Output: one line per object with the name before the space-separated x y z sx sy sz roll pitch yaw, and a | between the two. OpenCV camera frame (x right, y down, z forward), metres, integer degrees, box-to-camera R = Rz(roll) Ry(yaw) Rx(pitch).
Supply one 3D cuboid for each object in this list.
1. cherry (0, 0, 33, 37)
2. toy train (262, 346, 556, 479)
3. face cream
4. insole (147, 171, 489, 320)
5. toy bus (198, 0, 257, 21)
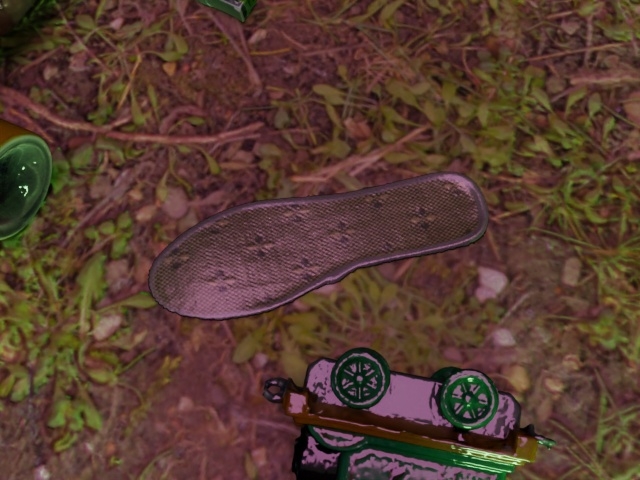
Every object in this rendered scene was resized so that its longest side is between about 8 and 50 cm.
cherry | -0.371 -0.276 0.600 0.285 0.212 0.236 35 51 25
toy train | 0.063 0.157 0.507 0.228 0.091 0.136 8 80 3
face cream | -0.423 -0.110 0.596 0.349 0.105 0.105 22 71 8
insole | 0.000 0.000 0.608 0.322 0.007 0.109 -13 71 -4
toy bus | -0.109 -0.265 0.692 0.083 0.031 0.037 27 82 9
